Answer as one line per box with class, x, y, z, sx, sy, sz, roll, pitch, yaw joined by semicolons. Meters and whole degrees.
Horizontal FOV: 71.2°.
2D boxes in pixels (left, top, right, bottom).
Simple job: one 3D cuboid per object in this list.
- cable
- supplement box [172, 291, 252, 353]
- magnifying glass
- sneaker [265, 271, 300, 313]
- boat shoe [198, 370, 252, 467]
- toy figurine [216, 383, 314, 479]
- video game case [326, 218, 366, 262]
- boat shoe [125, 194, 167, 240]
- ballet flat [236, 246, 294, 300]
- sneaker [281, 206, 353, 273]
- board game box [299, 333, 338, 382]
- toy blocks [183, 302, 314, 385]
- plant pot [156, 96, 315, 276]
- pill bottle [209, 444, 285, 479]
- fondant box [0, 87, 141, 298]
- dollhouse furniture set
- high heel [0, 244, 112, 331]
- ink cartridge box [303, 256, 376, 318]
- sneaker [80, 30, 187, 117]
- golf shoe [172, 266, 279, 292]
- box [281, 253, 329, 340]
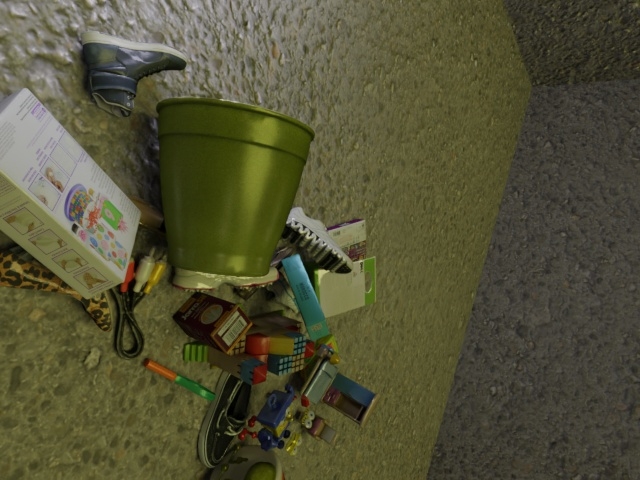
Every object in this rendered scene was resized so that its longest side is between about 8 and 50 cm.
cable;-0.455;0.150;1.061;0.139;0.072;0.288;11;90;-45
supplement box;-0.287;0.213;1.182;0.104;0.188;0.081;-51;131;-30
magnifying glass;-0.375;0.376;1.205;0.231;0.092;0.026;42;69;-35
sneaker;-0.129;0.185;1.476;0.082;0.071;0.191;-34;130;-9
boat shoe;-0.272;0.535;1.336;0.108;0.102;0.302;28;76;-49
toy figurine;-0.166;0.541;1.317;0.362;0.191;0.218;-49;146;-47
video game case;0.093;0.040;1.713;0.232;0.041;0.211;-19;112;-46
boat shoe;-0.402;-0.053;1.079;0.190;0.072;0.068;34;71;-48
ballet flat;-0.172;0.090;1.398;0.250;0.058;0.084;-44;172;-35
sneaker;0.000;0.000;1.476;0.292;0.110;0.118;38;49;-12
board game box;-0.008;0.440;1.676;0.181;0.043;0.092;-40;126;-38
toy blocks;-0.158;0.304;1.300;0.381;0.260;0.191;-1;99;-50
plant pot;-0.217;-0.102;1.053;0.366;0.366;0.354;7;91;-50
pill bottle;-0.196;0.870;1.405;0.224;0.223;0.393;-31;121;-42
fondant box;-0.495;-0.083;0.840;0.330;0.096;0.238;58;11;-38
dollhouse furniture set;0.047;0.572;1.593;0.287;0.198;0.303;-56;146;-20
high heel;-0.557;0.118;0.926;0.186;0.093;0.262;-32;118;-35
ink cartridge box;0.071;0.158;1.607;0.255;0.097;0.189;-12;108;-28
sneaker;-0.401;-0.354;0.994;0.226;0.086;0.164;-8;93;-39
golf shoe;-0.250;0.068;1.230;0.305;0.115;0.141;1;85;-36
box;-0.047;0.168;1.338;0.060;0.244;0.101;-21;144;-6
